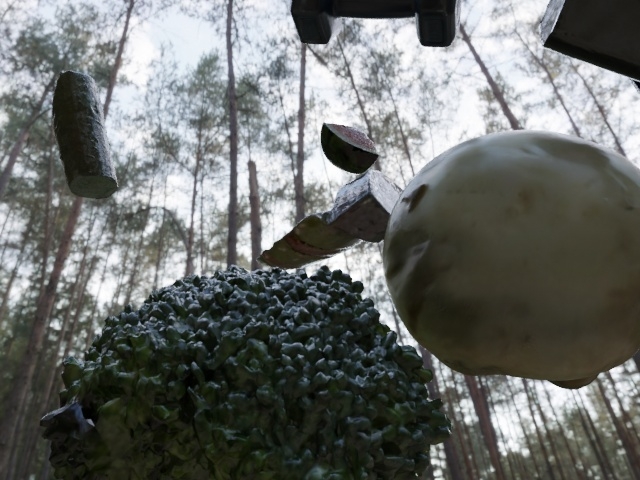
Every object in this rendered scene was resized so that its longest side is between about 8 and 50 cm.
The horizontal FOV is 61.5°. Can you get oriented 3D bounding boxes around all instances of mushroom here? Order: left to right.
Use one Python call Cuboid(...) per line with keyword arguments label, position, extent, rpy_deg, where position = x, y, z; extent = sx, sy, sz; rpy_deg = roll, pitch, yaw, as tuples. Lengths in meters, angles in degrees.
Cuboid(label="mushroom", position=(0.234, 0.040, 0.654), extent=(0.314, 0.315, 0.336), rpy_deg=(-7, -28, 3))

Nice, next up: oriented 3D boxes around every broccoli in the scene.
Cuboid(label="broccoli", position=(-0.076, 0.153, 0.521), extent=(0.338, 0.277, 0.318), rpy_deg=(24, -56, 4))

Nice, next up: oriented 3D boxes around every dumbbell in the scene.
Cuboid(label="dumbbell", position=(0.104, -0.448, 1.015), extent=(0.316, 0.157, 0.143), rpy_deg=(8, 8, 18))

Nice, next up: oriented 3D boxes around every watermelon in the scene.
Cuboid(label="watermelon", position=(0.061, -0.211, 1.148), extent=(0.135, 0.094, 0.125), rpy_deg=(45, -19, -14))

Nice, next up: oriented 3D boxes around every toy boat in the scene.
Cuboid(label="toy boat", position=(0.020, -0.014, 0.880), extent=(0.293, 0.111, 0.276), rpy_deg=(-29, -6, 5))

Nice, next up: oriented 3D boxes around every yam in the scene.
Cuboid(label="yam", position=(-0.499, -0.221, 1.129), extent=(0.106, 0.259, 0.106), rpy_deg=(-17, -16, -5))

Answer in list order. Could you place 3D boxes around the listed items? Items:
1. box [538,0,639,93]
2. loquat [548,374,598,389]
Cuboid(label="box", position=(0.350, -0.286, 0.635), extent=(0.134, 0.243, 0.163), rpy_deg=(20, -56, 10))
Cuboid(label="loquat", position=(0.377, 0.149, 0.851), extent=(0.152, 0.152, 0.195), rpy_deg=(-24, -75, 22))
